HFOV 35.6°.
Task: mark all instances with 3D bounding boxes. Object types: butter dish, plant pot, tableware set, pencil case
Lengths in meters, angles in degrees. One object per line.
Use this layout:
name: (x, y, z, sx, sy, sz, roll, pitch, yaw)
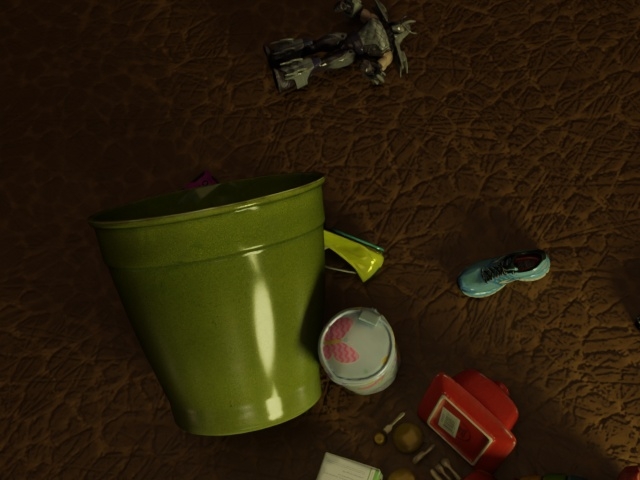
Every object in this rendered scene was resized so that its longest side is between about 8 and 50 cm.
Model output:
butter dish: (0.252, 0.267, 1.575, 0.160, 0.160, 0.118, 41, 58, 18)
plant pot: (-0.145, 0.101, 1.555, 0.367, 0.366, 0.352, -9, 99, 5)
tableware set: (0.146, 0.363, 1.608, 0.104, 0.024, 0.154, -41, 71, -4)
pencil case: (0.067, 0.175, 1.556, 0.113, 0.273, 0.124, 39, 87, 12)

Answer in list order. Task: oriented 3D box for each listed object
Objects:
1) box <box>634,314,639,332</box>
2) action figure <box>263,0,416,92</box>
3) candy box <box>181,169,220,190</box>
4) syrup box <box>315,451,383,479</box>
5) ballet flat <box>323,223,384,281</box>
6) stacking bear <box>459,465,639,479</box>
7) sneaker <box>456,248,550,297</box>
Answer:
box: (0.637, 0.172, 1.583, 0.175, 0.051, 0.220, -32, 69, 3)
action figure: (0.044, -0.356, 1.841, 0.285, 0.099, 0.185, -19, 64, -3)
candy box: (-0.233, 0.010, 1.759, 0.233, 0.071, 0.159, -43, 71, -7)
syrup box: (0.016, 0.460, 1.551, 0.096, 0.093, 0.236, 16, 73, 13)
ballet flat: (0.000, 0.000, 1.734, 0.231, 0.077, 0.077, 28, 93, 14)
stacking bear: (0.325, 0.418, 1.498, 0.289, 0.175, 0.164, 3, 64, 18)
sneaker: (0.305, 0.045, 1.671, 0.162, 0.073, 0.063, -19, 69, 1)
